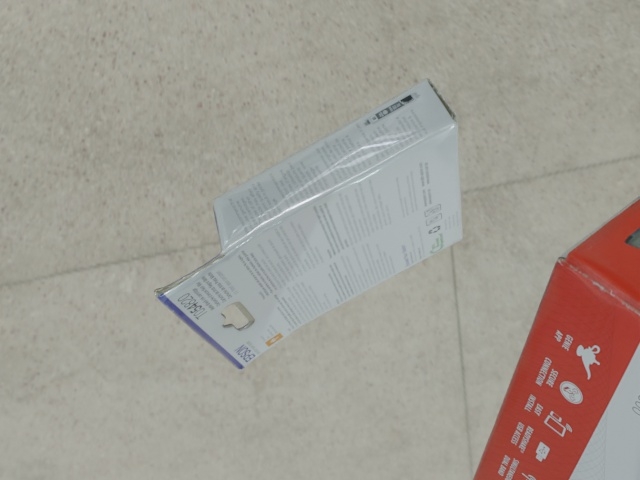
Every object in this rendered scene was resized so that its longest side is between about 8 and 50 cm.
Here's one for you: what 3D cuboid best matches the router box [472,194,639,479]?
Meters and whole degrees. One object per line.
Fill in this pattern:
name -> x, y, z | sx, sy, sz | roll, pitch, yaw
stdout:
router box -> 0.209, 0.187, 0.429 | 0.082, 0.301, 0.335 | -31, 145, -32

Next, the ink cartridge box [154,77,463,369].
ink cartridge box -> 0.000, 0.000, 0.684 | 0.224, 0.045, 0.223 | -30, 158, -3
